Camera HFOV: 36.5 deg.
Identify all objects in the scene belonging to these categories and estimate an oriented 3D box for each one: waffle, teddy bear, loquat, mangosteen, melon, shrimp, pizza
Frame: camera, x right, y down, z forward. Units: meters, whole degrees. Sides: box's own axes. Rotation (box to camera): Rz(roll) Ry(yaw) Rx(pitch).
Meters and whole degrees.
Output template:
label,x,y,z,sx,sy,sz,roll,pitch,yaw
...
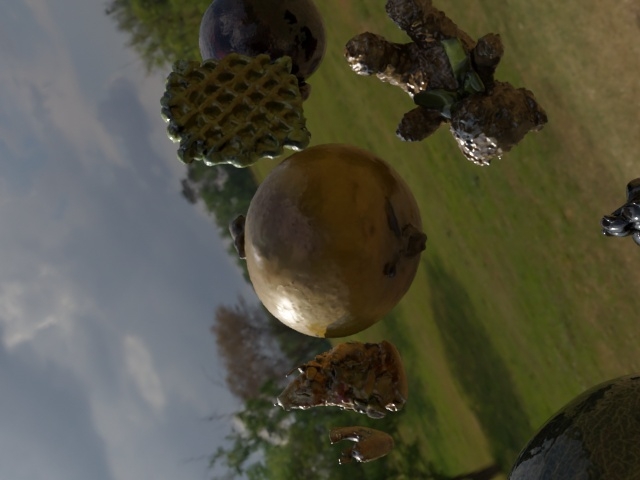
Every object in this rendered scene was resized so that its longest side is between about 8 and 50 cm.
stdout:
label,x,y,z,sx,sy,sz,roll,pitch,yaw
waffle,-0.127,-0.186,1.394,0.054,0.204,0.223,100,162,-51
teddy bear,0.207,-0.258,1.625,0.296,0.246,0.222,21,-148,-43
loquat,0.000,0.000,1.647,0.328,0.359,0.328,-14,-74,-60
mangosteen,-0.095,-0.324,1.701,0.228,0.228,0.265,-92,-7,-88
melon,0.312,0.260,0.955,0.237,0.301,0.237,36,146,29
shrimp,0.076,0.419,1.995,0.187,0.132,0.052,0,-84,-67
pizza,0.041,0.227,1.652,0.069,0.226,0.147,79,-161,-50

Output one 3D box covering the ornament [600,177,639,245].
label,x,y,z,sx,sy,sz,roll,pitch,yaw
ornament,0.474,-0.043,1.235,0.260,0.251,0.106,-6,-92,-56
